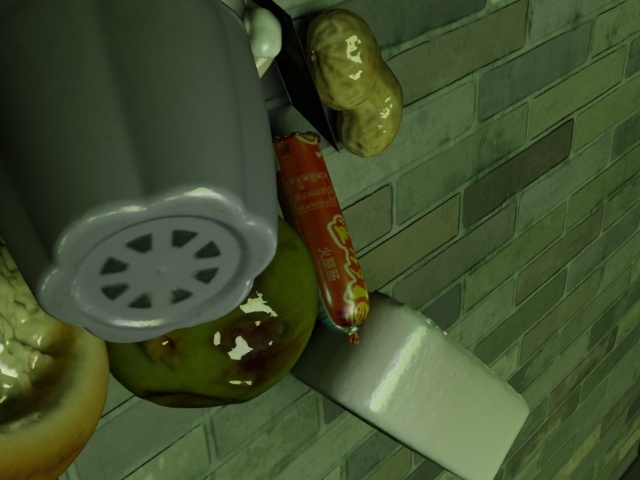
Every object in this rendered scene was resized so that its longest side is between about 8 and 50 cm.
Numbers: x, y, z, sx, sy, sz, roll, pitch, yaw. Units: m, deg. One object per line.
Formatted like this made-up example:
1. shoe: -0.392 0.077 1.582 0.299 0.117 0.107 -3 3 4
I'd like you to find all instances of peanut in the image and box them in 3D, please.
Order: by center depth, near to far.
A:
1. peanut: 0.046 -0.198 1.037 0.103 0.098 0.229 -22 140 12

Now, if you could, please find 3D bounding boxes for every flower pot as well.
1. flower pot: -0.154 -0.065 0.665 0.265 0.243 0.265 -14 141 -12

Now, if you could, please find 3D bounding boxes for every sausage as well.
1. sausage: 0.000 0.000 0.975 0.083 0.083 0.264 -2 70 -50

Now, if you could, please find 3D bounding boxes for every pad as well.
1. pad: -0.033 -0.198 0.919 0.004 0.127 0.190 -31 135 -8

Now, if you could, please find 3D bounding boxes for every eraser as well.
1. eraser: 0.096 0.181 1.079 0.150 0.331 0.331 -57 142 -12

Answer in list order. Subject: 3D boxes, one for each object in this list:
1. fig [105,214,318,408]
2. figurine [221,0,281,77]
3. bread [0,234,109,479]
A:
1. fig: -0.119 0.057 0.887 0.271 0.239 0.239 -51 154 -73
2. figurine: -0.120 -0.226 0.782 0.222 0.145 0.145 25 90 -58
3. bread: -0.368 0.074 0.597 0.424 0.245 0.329 16 55 -58
